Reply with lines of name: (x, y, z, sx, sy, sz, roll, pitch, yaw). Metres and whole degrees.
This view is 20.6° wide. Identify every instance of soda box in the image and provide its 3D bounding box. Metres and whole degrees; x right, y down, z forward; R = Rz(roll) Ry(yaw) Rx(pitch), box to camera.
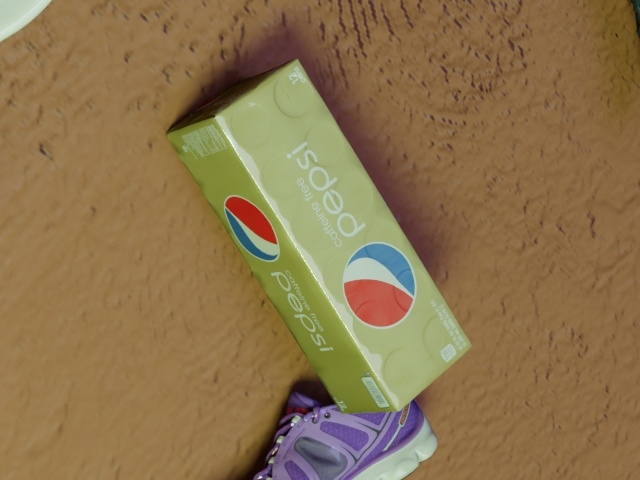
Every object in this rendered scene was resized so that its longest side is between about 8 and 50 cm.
soda box: (0.000, 0.000, 0.916, 0.061, 0.058, 0.181, -38, 104, -28)

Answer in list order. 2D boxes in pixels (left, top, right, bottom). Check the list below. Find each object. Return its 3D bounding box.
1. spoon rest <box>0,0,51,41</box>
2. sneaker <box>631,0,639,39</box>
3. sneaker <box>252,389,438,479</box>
spoon rest: (-0.201, -0.150, 0.559, 0.276, 0.084, 0.137, 21, 95, -18)
sneaker: (0.228, -0.154, 1.046, 0.350, 0.131, 0.148, 43, 66, -33)
sneaker: (-0.013, 0.123, 0.954, 0.170, 0.068, 0.071, -34, 100, -38)
